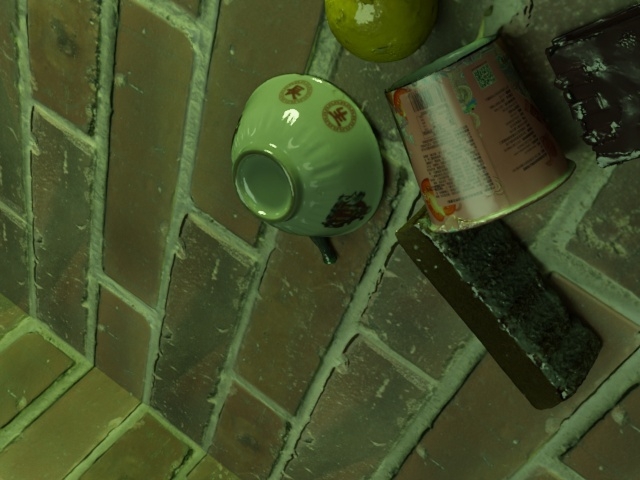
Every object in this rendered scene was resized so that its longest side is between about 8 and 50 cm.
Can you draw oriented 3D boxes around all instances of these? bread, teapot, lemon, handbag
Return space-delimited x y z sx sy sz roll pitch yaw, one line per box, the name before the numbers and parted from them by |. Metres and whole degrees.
bread | 0.315 0.092 1.416 0.416 0.165 0.113 49 141 -7
teapot | 0.000 0.000 1.698 0.043 0.043 0.111 -2 124 41
lemon | 0.089 -0.353 1.207 0.173 0.206 0.173 1 92 26
handbag | 0.440 -0.218 1.121 0.216 0.074 0.203 -15 113 48

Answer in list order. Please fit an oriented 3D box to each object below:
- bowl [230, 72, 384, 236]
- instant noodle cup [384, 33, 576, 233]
bowl | -0.063 -0.130 1.518 0.337 0.157 0.337 19 125 29
instant noodle cup | 0.227 -0.164 1.230 0.243 0.243 0.231 -16 106 46
